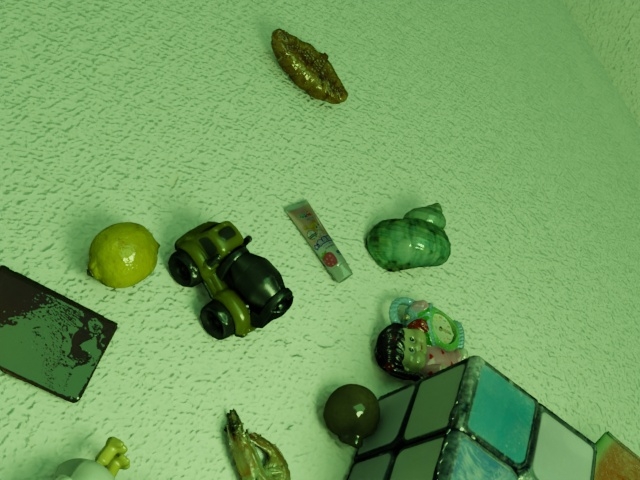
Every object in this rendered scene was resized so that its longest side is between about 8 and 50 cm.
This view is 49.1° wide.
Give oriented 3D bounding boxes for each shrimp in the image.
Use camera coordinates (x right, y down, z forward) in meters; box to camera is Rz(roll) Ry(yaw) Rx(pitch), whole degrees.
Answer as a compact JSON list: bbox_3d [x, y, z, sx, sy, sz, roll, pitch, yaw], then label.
[{"bbox_3d":[-0.107,0.365,1.192,0.099,0.041,0.180,-24,80,-43],"label":"shrimp"}]

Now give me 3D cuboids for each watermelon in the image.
[{"bbox_3d":[0.656,0.633,1.502,0.222,0.319,0.292,-36,46,-15],"label":"watermelon"}]

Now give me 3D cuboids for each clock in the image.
[{"bbox_3d":[0.207,0.216,1.467,0.195,0.100,0.194,25,49,-26],"label":"clock"}]

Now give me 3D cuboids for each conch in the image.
[{"bbox_3d":[0.213,-0.006,1.581,0.176,0.122,0.188,33,42,15],"label":"conch"}]

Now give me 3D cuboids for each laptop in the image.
[{"bbox_3d":[-0.439,0.146,1.090,0.207,0.026,0.154,31,53,-17],"label":"laptop"}]

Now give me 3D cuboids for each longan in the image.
[{"bbox_3d":[0.058,0.324,1.296,0.106,0.106,0.119,21,52,-25],"label":"longan"}]

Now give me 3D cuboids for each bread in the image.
[{"bbox_3d":[-0.033,-0.406,1.656,0.233,0.076,0.105,41,60,-19],"label":"bread"}]

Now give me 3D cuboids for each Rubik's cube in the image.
[{"bbox_3d":[0.247,0.441,1.223,0.318,0.313,0.316,38,49,-11],"label":"Rubik's cube"}]

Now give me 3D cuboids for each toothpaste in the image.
[{"bbox_3d":[0.000,0.000,1.479,0.067,0.043,0.194,-26,76,-39],"label":"toothpaste"}]

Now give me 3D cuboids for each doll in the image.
[{"bbox_3d":[-0.362,0.395,0.943,0.119,0.138,0.293,17,41,23],"label":"doll"}]

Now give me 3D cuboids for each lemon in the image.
[{"bbox_3d":[-0.332,0.025,1.177,0.133,0.109,0.109,-27,83,-36],"label":"lemon"}]

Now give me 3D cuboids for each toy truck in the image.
[{"bbox_3d":[-0.152,0.056,1.250,0.147,0.165,0.224,-32,86,-42],"label":"toy truck"}]
